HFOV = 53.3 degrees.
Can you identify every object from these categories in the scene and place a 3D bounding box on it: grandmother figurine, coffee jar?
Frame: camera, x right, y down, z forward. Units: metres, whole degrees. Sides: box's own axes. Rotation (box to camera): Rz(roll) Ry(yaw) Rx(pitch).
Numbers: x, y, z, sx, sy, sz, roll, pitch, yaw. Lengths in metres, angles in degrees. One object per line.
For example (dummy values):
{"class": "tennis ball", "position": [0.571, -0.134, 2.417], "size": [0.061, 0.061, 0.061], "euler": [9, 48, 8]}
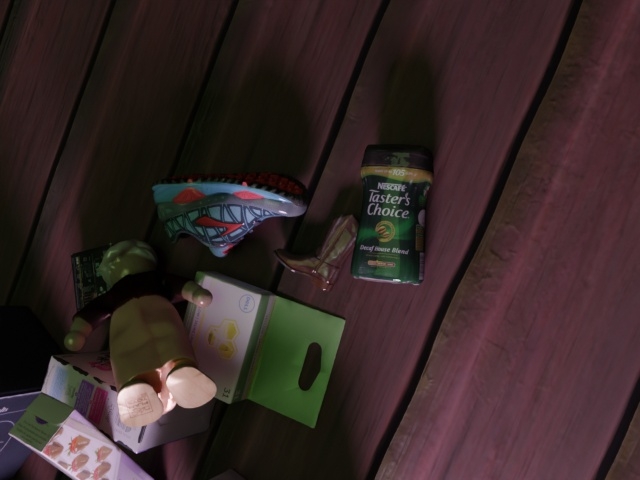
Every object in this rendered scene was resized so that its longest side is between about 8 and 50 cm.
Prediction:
{"class": "grandmother figurine", "position": [-0.261, 0.109, 0.917], "size": [0.342, 0.208, 0.104], "euler": [-123, 28, -52]}
{"class": "coffee jar", "position": [0.096, -0.036, 0.848], "size": [0.096, 0.079, 0.184], "euler": [5, 88, 24]}

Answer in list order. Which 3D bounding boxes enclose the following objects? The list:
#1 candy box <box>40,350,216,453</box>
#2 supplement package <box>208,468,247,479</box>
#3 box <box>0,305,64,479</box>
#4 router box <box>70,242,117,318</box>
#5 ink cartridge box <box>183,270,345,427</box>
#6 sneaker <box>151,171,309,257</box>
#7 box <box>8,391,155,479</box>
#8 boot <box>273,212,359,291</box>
{"class": "candy box", "position": [-0.284, 0.231, 0.957], "size": [0.196, 0.165, 0.070], "euler": [18, 93, 24]}
{"class": "supplement package", "position": [-0.099, 0.458, 0.836], "size": [0.262, 0.204, 0.145], "euler": [27, 98, 23]}
{"class": "box", "position": [-0.649, 0.315, 1.040], "size": [0.212, 0.293, 0.395], "euler": [44, 101, 21]}
{"class": "router box", "position": [-0.368, 0.072, 1.077], "size": [0.092, 0.038, 0.122], "euler": [-12, 82, 24]}
{"class": "ink cartridge box", "position": [-0.098, 0.158, 0.940], "size": [0.235, 0.056, 0.171], "euler": [17, 93, 27]}
{"class": "sneaker", "position": [-0.130, -0.038, 0.958], "size": [0.262, 0.104, 0.125], "euler": [3, 105, 29]}
{"class": "box", "position": [-0.310, 0.316, 0.894], "size": [0.067, 0.324, 0.063], "euler": [18, 58, 26]}
{"class": "boot", "position": [0.000, 0.000, 0.912], "size": [0.106, 0.037, 0.114], "euler": [31, 103, 10]}
